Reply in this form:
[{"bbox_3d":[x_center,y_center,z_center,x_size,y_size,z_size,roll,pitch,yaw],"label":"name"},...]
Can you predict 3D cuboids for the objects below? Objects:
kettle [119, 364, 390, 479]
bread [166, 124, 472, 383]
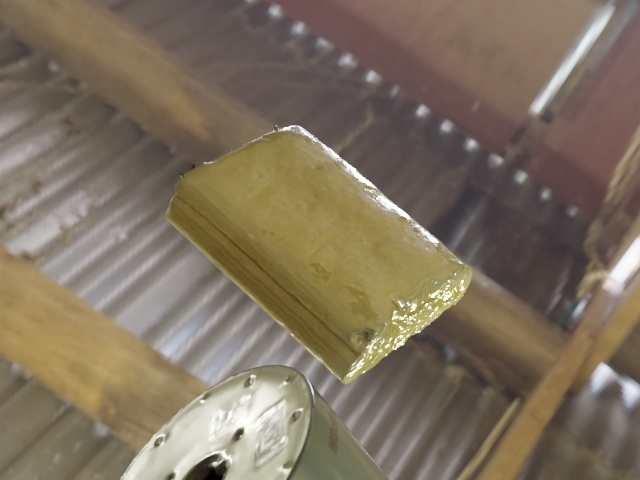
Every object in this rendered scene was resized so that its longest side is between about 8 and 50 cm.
[{"bbox_3d":[0.010,0.220,0.799,0.243,0.160,0.210,47,-165,-23],"label":"kettle"},{"bbox_3d":[0.000,0.000,0.977,0.178,0.060,0.139,40,-131,20],"label":"bread"}]
